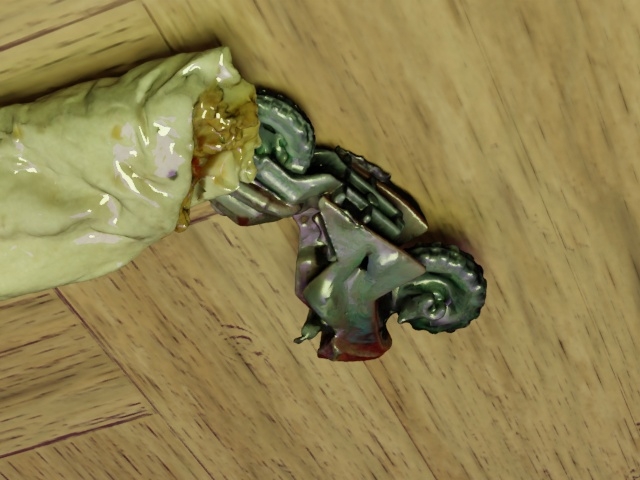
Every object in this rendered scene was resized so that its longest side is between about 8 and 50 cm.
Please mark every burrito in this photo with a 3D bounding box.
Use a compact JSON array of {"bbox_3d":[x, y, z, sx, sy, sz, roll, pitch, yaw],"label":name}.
[{"bbox_3d":[-0.206,-0.014,0.768,0.392,0.076,0.117,-17,110,20],"label":"burrito"}]

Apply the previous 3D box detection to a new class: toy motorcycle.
[{"bbox_3d":[0.000,0.000,0.801,0.213,0.082,0.122,41,116,-18],"label":"toy motorcycle"}]
